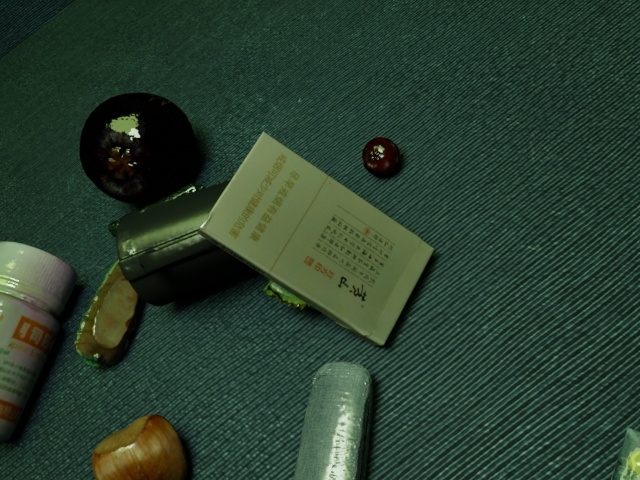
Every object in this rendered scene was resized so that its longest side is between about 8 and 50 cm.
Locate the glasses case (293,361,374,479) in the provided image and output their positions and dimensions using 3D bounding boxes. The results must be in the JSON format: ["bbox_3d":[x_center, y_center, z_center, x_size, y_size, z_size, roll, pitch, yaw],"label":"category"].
[{"bbox_3d":[0.020,0.327,0.935,0.109,0.067,0.282,-7,58,27],"label":"glasses case"}]

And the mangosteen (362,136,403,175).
[{"bbox_3d":[0.123,-0.170,1.211,0.081,0.081,0.081,-13,54,19],"label":"mangosteen"}]

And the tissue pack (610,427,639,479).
[{"bbox_3d":[0.458,0.356,0.678,0.257,0.081,0.185,17,72,35],"label":"tissue pack"}]

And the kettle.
[{"bbox_3d":[-0.232,-0.018,1.174,0.308,0.262,0.203,-20,66,12],"label":"kettle"}]

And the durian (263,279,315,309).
[{"bbox_3d":[-0.002,0.044,1.121,0.137,0.095,0.221,35,74,2],"label":"durian"}]

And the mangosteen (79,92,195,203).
[{"bbox_3d":[-0.429,-0.232,1.443,0.275,0.275,0.302,-21,19,14],"label":"mangosteen"}]

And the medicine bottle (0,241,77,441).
[{"bbox_3d":[-0.695,0.213,1.282,0.219,0.219,0.388,-2,58,26],"label":"medicine bottle"}]

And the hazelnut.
[{"bbox_3d":[-0.307,0.385,1.024,0.150,0.150,0.150,-13,54,19],"label":"hazelnut"}]

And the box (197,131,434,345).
[{"bbox_3d":[0.000,0.000,1.016,0.204,0.365,0.051,-59,9,-18],"label":"box"}]

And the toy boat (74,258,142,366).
[{"bbox_3d":[-0.436,0.127,1.287,0.099,0.108,0.293,-37,34,44],"label":"toy boat"}]

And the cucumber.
[{"bbox_3d":[-0.394,-0.072,1.430,0.256,0.043,0.044,-26,56,9],"label":"cucumber"}]
